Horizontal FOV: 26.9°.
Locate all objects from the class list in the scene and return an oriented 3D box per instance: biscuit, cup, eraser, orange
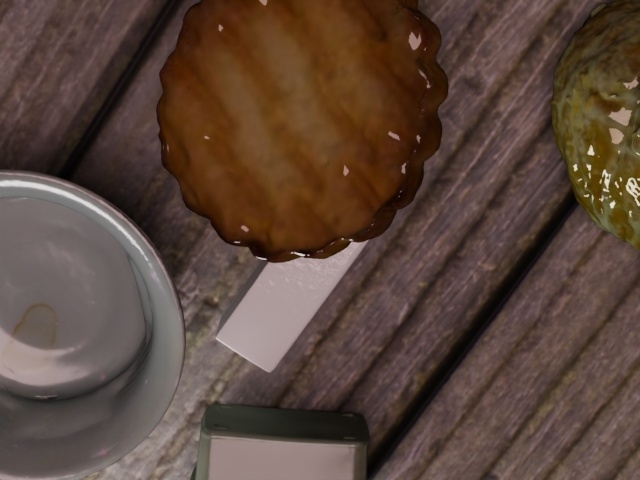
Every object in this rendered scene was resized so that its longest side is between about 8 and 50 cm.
[{"bbox_3d":[-0.014,-0.137,1.354,0.325,0.107,0.326,-2,85,28],"label":"biscuit"},{"bbox_3d":[-0.309,0.073,1.446,0.347,0.163,0.347,0,107,1],"label":"cup"},{"bbox_3d":[0.000,0.000,1.458,0.078,0.076,0.298,34,105,-8],"label":"eraser"},{"bbox_3d":[0.409,-0.085,1.354,0.368,0.210,0.271,31,103,-10],"label":"orange"}]

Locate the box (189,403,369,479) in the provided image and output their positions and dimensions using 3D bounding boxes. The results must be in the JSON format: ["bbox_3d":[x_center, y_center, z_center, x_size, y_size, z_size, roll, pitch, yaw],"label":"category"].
[{"bbox_3d":[-0.044,0.263,1.506,0.210,0.148,0.129,5,99,-2],"label":"box"}]
